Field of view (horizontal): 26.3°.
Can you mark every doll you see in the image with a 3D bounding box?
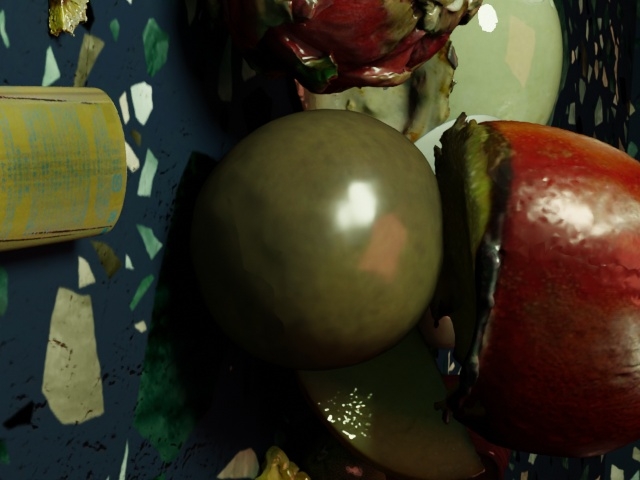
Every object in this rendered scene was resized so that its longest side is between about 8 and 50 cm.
[{"bbox_3d":[0.146,0.065,1.988,0.155,0.113,0.275,-111,179,-62],"label":"doll"}]

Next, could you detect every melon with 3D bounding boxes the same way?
[{"bbox_3d":[0.033,0.305,1.778,0.162,0.099,0.099,54,43,-51],"label":"melon"}]

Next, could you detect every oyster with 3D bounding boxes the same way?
[{"bbox_3d":[0.082,-0.188,1.763,0.096,0.221,0.361,-80,160,-65],"label":"oyster"}]

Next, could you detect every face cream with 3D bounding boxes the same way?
[{"bbox_3d":[-0.265,-0.061,1.156,0.285,0.067,0.139,-13,101,-66],"label":"face cream"}]

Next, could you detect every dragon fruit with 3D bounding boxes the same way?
[{"bbox_3d":[0.016,-0.311,1.490,0.329,0.329,0.329,0,90,-66],"label":"dragon fruit"}]

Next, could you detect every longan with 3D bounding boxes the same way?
[{"bbox_3d":[0.004,-0.001,1.491,0.297,0.297,0.297,0,90,-66],"label":"longan"}]

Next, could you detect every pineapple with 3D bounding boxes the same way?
[{"bbox_3d":[-0.235,-0.230,1.277,0.045,0.019,0.083,5,83,-63],"label":"pineapple"}]

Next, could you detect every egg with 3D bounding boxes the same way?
[{"bbox_3d":[0.198,-0.272,1.905,0.278,0.278,0.336,-34,131,-61],"label":"egg"}]

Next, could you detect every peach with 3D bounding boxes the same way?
[{"bbox_3d":[0.254,0.044,1.558,0.416,0.353,0.339,42,24,-38],"label":"peach"}]

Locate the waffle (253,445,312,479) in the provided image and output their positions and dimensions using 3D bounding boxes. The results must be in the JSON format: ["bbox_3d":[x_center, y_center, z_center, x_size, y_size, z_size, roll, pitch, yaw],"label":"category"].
[{"bbox_3d":[-0.057,0.389,1.649,0.237,0.059,0.243,-63,142,-40],"label":"waffle"}]

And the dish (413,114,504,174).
[{"bbox_3d":[0.200,-0.014,1.787,0.273,0.134,0.273,-21,133,-24],"label":"dish"}]

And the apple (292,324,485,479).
[{"bbox_3d":[0.071,0.159,1.717,0.254,0.179,0.346,-17,77,-52],"label":"apple"}]

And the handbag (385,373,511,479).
[{"bbox_3d":[0.150,0.264,1.880,0.146,0.225,0.135,80,14,-56],"label":"handbag"}]
